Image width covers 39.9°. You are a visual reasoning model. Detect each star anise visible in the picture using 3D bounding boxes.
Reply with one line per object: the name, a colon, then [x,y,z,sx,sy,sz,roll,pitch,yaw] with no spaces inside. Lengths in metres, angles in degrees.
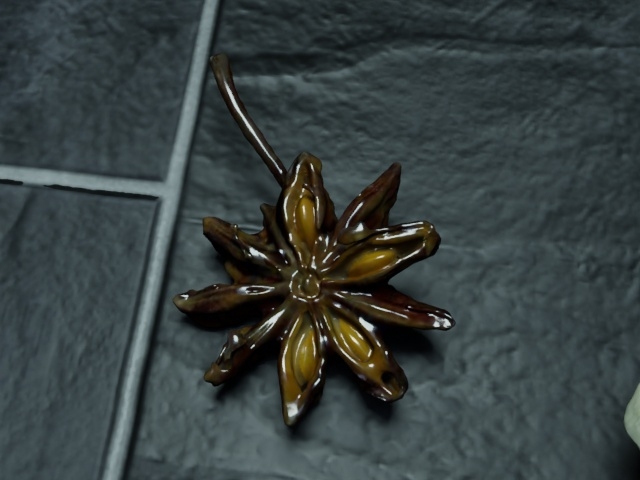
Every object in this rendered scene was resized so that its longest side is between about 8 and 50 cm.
star anise: [0.000,-0.003,0.553,0.177,0.073,0.234,5,83,11]

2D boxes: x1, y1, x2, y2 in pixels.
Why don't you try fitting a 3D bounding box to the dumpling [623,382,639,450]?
dumpling: [0.370,0.126,0.407,0.315,0.233,0.395,-40,55,-15]
